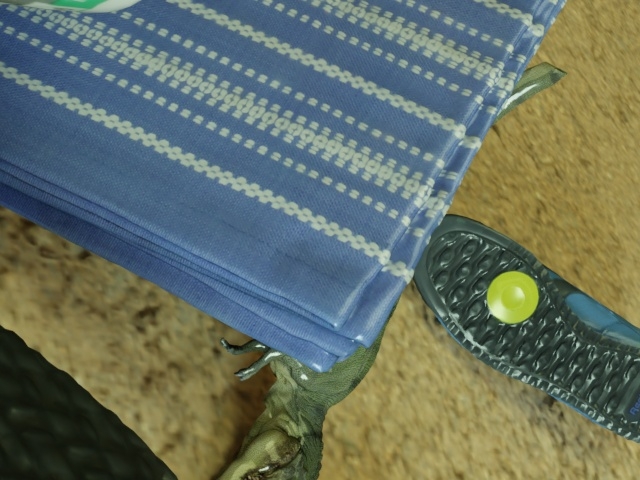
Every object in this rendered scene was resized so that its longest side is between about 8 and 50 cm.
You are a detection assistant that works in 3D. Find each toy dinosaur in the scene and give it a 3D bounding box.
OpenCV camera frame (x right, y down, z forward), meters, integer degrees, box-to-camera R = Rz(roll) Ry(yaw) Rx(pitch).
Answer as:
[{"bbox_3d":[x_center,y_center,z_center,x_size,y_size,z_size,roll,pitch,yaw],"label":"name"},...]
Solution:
[{"bbox_3d":[0.000,0.000,0.674,0.118,0.064,0.268,32,80,-3],"label":"toy dinosaur"}]

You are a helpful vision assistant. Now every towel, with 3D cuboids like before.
[{"bbox_3d":[-0.015,-0.119,0.661,0.243,0.040,0.336,26,60,12],"label":"towel"}]

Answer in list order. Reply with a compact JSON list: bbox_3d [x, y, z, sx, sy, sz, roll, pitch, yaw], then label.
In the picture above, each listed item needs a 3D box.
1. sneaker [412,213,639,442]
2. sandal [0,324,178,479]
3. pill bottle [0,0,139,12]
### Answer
[{"bbox_3d":[0.134,0.052,0.864,0.209,0.069,0.082,33,5,-13],"label":"sneaker"},{"bbox_3d":[-0.193,0.066,0.438,0.445,0.107,0.167,38,36,0],"label":"sandal"},{"bbox_3d":[-0.218,-0.196,0.477,0.361,0.204,0.204,1,59,-37],"label":"pill bottle"}]
